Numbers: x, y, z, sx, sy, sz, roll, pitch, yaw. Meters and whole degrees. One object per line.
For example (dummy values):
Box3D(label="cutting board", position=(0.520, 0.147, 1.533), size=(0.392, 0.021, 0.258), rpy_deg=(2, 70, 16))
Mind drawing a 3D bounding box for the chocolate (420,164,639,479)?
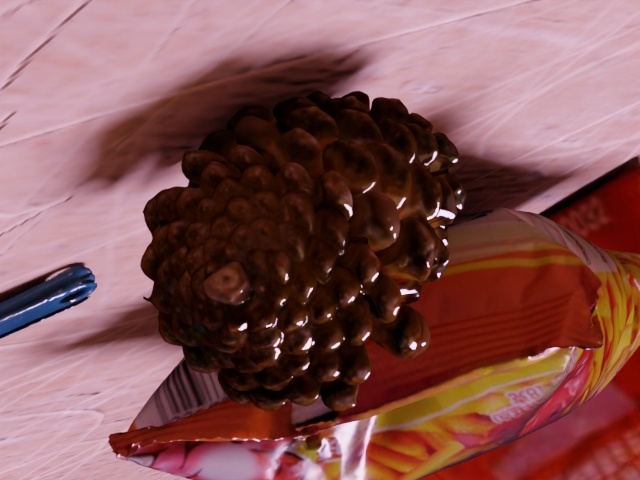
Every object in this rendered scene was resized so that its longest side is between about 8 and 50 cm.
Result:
Box3D(label="chocolate", position=(0.143, 0.110, 1.020), size=(0.237, 0.235, 0.108), rpy_deg=(-33, 178, 17))

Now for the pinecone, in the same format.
Box3D(label="pinecone", position=(0.001, -0.002, 0.590), size=(0.109, 0.102, 0.102), rpy_deg=(-42, 174, -26))

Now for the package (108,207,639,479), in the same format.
Box3D(label="package", position=(0.049, 0.048, 0.837), size=(0.223, 0.108, 0.288), rpy_deg=(-20, 175, 14))

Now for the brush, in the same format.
Box3D(label="brush", position=(-0.153, 0.046, 0.641), size=(0.164, 0.014, 0.051), rpy_deg=(-24, 168, -16))
